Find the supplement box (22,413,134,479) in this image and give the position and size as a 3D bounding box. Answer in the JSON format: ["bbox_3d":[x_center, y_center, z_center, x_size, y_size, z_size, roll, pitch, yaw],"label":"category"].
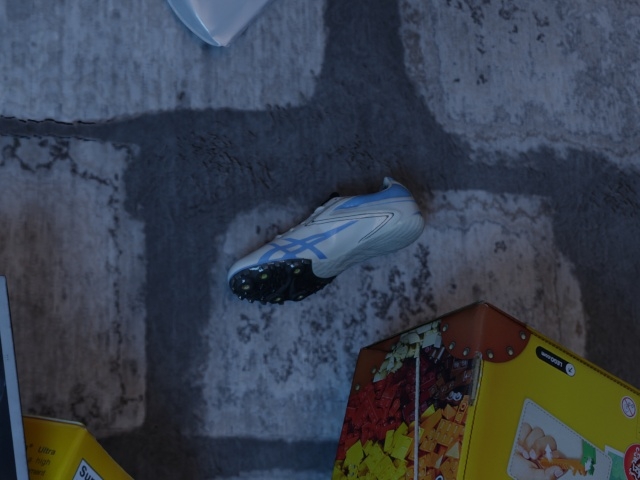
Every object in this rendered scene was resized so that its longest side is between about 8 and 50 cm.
[{"bbox_3d":[-0.289,0.334,0.990,0.194,0.195,0.356,60,42,-45],"label":"supplement box"}]

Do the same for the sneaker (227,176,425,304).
[{"bbox_3d":[0.000,0.000,1.341,0.237,0.085,0.086,-22,59,-23],"label":"sneaker"}]

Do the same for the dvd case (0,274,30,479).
[{"bbox_3d":[-0.310,0.144,0.910,0.179,0.029,0.238,-5,64,-19],"label":"dvd case"}]

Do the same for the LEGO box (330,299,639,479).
[{"bbox_3d":[0.251,0.343,1.212,0.500,0.193,0.372,30,57,-24],"label":"LEGO box"}]

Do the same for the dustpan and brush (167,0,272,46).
[{"bbox_3d":[-0.146,-0.327,1.377,0.211,0.060,0.147,45,68,-14],"label":"dustpan and brush"}]
